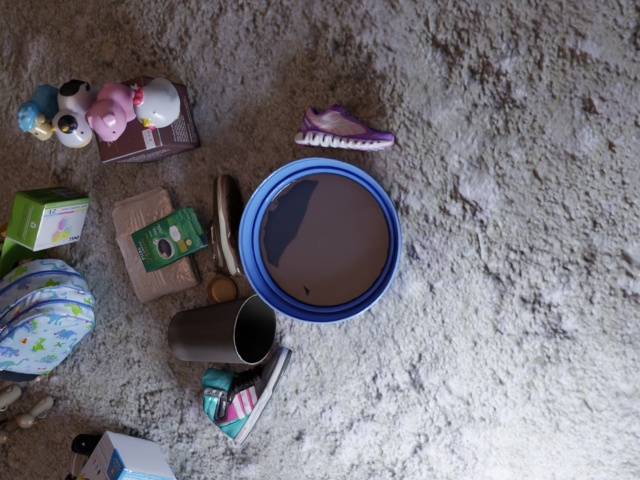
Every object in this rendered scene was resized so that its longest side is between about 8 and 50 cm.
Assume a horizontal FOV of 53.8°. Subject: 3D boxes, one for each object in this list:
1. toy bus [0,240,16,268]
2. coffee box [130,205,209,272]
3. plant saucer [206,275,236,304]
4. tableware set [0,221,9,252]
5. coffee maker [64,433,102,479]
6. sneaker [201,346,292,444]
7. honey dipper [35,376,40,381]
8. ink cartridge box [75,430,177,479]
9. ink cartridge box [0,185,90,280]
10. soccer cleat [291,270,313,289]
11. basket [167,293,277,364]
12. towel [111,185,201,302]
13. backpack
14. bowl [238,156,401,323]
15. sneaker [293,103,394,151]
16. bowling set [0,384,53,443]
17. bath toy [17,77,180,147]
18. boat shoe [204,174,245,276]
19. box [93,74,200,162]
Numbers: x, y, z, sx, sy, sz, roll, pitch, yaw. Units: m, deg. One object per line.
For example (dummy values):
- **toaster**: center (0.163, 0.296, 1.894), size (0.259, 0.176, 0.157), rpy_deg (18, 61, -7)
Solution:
- **toy bus**: center (-0.983, 0.112, 1.795), size (0.211, 0.149, 0.220), rpy_deg (0, 95, 32)
- **coffee box**: center (-0.381, -0.002, 1.589), size (0.184, 0.040, 0.113), rpy_deg (-25, 88, 22)
- **plant saucer**: center (-0.255, 0.133, 1.639), size (0.083, 0.015, 0.083), rpy_deg (2, 98, 15)
- **tableware set**: center (-0.839, -0.032, 1.764), size (0.104, 0.024, 0.154), rpy_deg (13, 83, -3)
- **coffee maker**: center (-0.629, 0.653, 1.759), size (0.171, 0.120, 0.178), rpy_deg (20, 103, 11)
- **sneaker**: center (-0.206, 0.360, 1.604), size (0.178, 0.124, 0.295), rpy_deg (31, 106, 1)
- **honey dipper**: center (-0.894, 0.399, 1.852), size (0.160, 0.030, 0.030), rpy_deg (6, 98, 13)
- **ink cartridge box**: center (-0.528, 0.656, 1.648), size (0.171, 0.168, 0.233), rpy_deg (33, 91, 50)
- **ink cartridge box**: center (-0.732, -0.004, 1.671), size (0.097, 0.189, 0.255), rpy_deg (22, 104, 11)
- **soccer cleat**: center (-0.044, 0.092, 1.568), size (0.083, 0.029, 0.035), rpy_deg (-41, 76, 14)
- **basket**: center (-0.252, 0.228, 1.575), size (0.227, 0.204, 0.154), rpy_deg (-9, 112, 27)
- **towel**: center (-0.436, 0.011, 1.659), size (0.187, 0.049, 0.282), rpy_deg (-18, 92, 18)
- **backpack**: center (-0.759, 0.210, 1.665), size (0.355, 0.290, 0.273), rpy_deg (-52, 50, 2)
- **bowl**: center (0.000, 0.000, 1.500), size (0.391, 0.077, 0.391), rpy_deg (0, 92, 13)
- **sneaker**: center (0.055, -0.263, 1.464), size (0.236, 0.095, 0.104), rpy_deg (8, 92, 16)
- **bowling set**: center (-0.924, 0.518, 1.801), size (0.287, 0.154, 0.200), rpy_deg (16, 110, 7)
- **bath toy**: center (-0.480, -0.283, 1.381), size (0.348, 0.129, 0.151), rpy_deg (-1, 96, 16)
- **boat shoe**: center (-0.250, -0.034, 1.578), size (0.095, 0.095, 0.257), rpy_deg (-3, 96, 22)
- **box**: center (-0.426, -0.288, 1.538), size (0.167, 0.203, 0.168), rpy_deg (-12, 93, 18)
